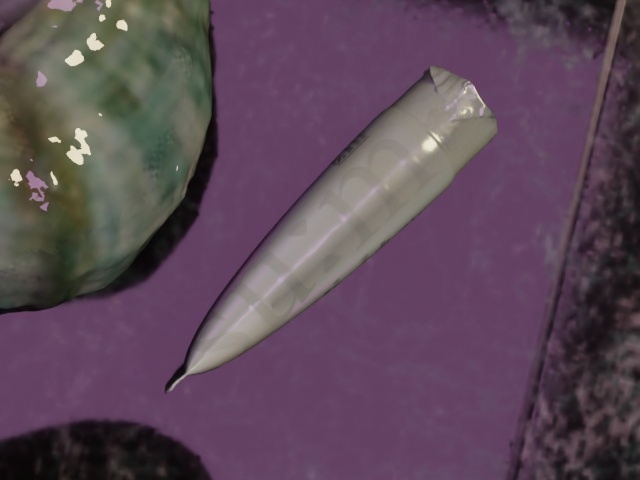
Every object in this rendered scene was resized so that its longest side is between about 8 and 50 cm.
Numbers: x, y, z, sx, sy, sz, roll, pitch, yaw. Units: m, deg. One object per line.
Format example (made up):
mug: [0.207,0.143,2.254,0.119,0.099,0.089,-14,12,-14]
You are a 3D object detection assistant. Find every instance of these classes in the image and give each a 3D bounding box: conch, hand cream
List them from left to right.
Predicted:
conch: [-0.159,-0.061,0.494,0.277,0.195,0.220,-45,67,19]
hand cream: [0.000,0.000,0.550,0.205,0.078,0.050,-44,94,-9]
